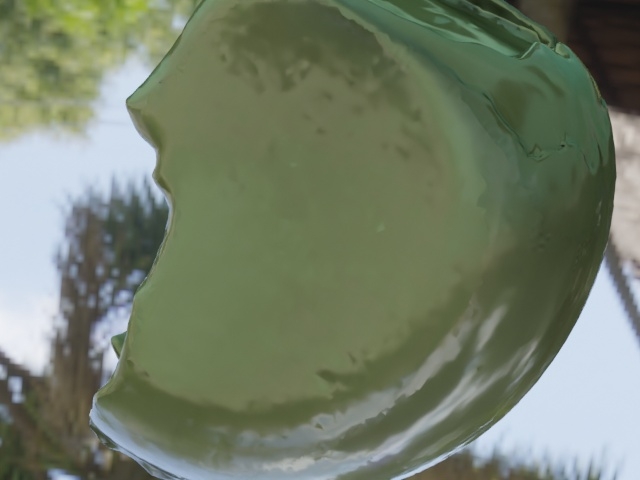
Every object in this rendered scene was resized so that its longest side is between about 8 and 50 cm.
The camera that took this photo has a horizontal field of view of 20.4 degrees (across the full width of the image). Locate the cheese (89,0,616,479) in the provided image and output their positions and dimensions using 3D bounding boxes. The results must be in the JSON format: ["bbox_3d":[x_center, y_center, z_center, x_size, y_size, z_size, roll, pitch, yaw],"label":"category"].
[{"bbox_3d":[0.000,0.000,0.604,0.175,0.202,0.091,37,-169,18],"label":"cheese"}]
